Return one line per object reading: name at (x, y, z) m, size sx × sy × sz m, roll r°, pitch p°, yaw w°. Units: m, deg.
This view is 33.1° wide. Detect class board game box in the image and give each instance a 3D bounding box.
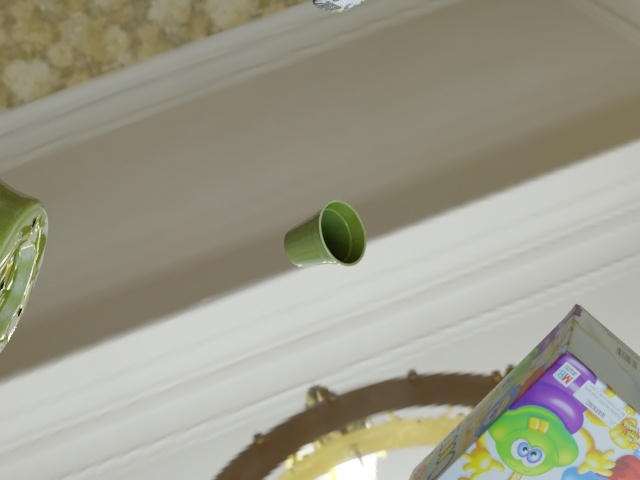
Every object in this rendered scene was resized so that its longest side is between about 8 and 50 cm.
board game box at (0.215, 0.224, 1.090) m, size 0.275 × 0.144 × 0.142 m, roll -51°, pitch 176°, yaw 23°

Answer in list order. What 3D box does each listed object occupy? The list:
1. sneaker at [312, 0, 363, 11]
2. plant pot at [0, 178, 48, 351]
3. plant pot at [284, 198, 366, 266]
sneaker at (0.031, -0.245, 1.023) m, size 0.083 × 0.031 × 0.035 m, roll -17°, pitch -104°, yaw 14°
plant pot at (-0.551, 0.002, 1.360) m, size 0.353 × 0.366 × 0.366 m, roll 20°, pitch -140°, yaw -1°
plant pot at (0.000, 0.000, 1.313) m, size 0.079 × 0.083 × 0.083 m, roll -19°, pitch -154°, yaw 42°
